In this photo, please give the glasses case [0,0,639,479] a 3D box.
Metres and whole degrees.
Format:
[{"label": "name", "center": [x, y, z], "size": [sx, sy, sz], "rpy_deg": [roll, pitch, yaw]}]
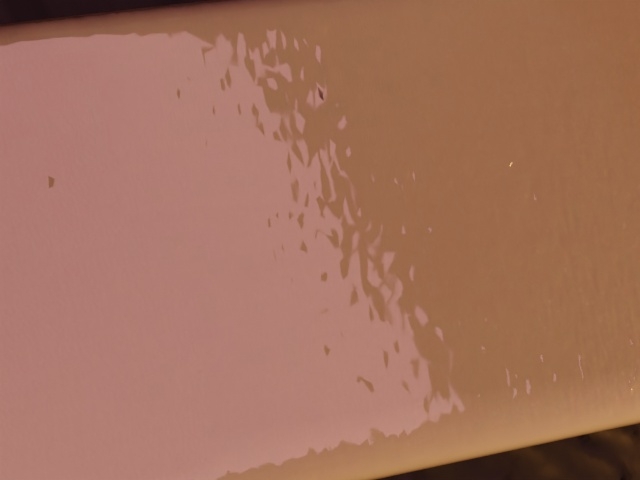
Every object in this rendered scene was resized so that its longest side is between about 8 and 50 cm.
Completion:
[{"label": "glasses case", "center": [0.000, 0.000, 0.439], "size": [0.312, 0.070, 0.131], "rpy_deg": [-10, 88, -18]}]
